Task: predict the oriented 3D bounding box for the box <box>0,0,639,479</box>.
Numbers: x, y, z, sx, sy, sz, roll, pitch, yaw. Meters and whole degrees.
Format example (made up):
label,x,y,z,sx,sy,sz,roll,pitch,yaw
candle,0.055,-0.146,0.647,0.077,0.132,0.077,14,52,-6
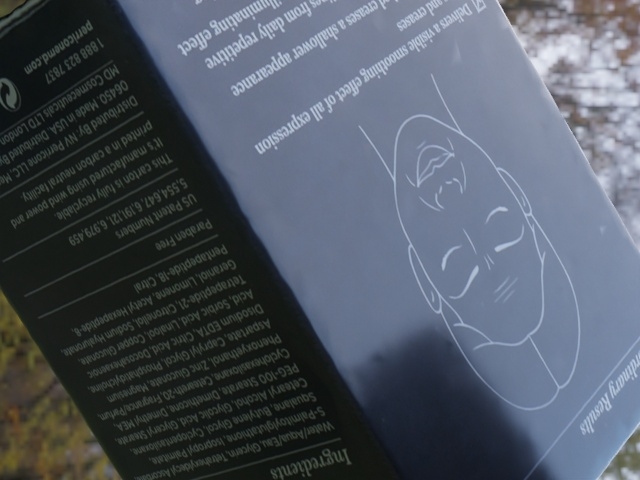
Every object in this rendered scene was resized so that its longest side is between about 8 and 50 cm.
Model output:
label,x,y,z,sx,sy,sz,roll,pitch,yaw
box,0.000,0.000,0.855,0.212,0.293,0.395,-24,-80,44
